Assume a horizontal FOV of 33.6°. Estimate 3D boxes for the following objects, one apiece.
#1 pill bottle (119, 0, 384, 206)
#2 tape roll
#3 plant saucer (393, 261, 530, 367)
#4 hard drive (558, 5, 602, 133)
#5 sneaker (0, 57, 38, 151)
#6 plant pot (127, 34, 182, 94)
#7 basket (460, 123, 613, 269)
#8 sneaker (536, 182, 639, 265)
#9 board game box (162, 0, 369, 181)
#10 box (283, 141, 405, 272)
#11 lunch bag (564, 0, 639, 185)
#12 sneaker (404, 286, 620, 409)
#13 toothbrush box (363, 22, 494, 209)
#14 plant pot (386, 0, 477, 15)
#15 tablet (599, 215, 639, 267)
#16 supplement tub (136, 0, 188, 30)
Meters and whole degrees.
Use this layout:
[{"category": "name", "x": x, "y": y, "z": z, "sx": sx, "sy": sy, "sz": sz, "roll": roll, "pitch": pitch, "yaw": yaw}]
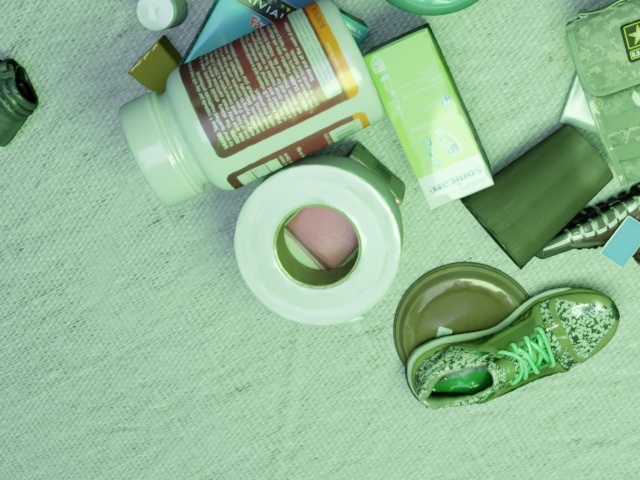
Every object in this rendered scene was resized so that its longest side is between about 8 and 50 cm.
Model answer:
[{"category": "pill bottle", "x": -0.114, "y": -0.219, "z": 1.748, "sx": 0.392, "sy": 0.224, "sz": 0.224, "roll": -25, "pitch": 100, "yaw": 3}, {"category": "tape roll", "x": 0.000, "y": 0.000, "z": 1.811, "sx": 0.286, "sy": 0.100, "sz": 0.286, "roll": 2, "pitch": 105, "yaw": 6}, {"category": "plant saucer", "x": 0.275, "y": 0.178, "z": 2.008, "sx": 0.278, "sy": 0.041, "sz": 0.277, "roll": 2, "pitch": 105, "yaw": 7}, {"category": "hard drive", "x": 0.604, "y": -0.261, "z": 1.849, "sx": 0.319, "sy": 0.040, "sz": 0.210, "roll": 17, "pitch": 106, "yaw": 3}, {"category": "sneaker", "x": -0.643, "y": -0.320, "z": 1.971, "sx": 0.147, "sy": 0.104, "sz": 0.295, "roll": -36, "pitch": 103, "yaw": 13}, {"category": "plant pot", "x": -0.289, "y": -0.312, "z": 1.936, "sx": 0.081, "sy": 0.081, "sz": 0.083, "roll": -41, "pitch": 106, "yaw": 15}, {"category": "basket", "x": 0.383, "y": -0.085, "z": 1.862, "sx": 0.227, "sy": 0.204, "sz": 0.154, "roll": -40, "pitch": 114, "yaw": 5}, {"category": "sneaker", "x": 0.531, "y": 0.011, "z": 1.899, "sx": 0.281, "sy": 0.106, "sz": 0.162, "roll": -25, "pitch": 103, "yaw": 12}, {"category": "board game box", "x": -0.110, "y": -0.298, "z": 1.881, "sx": 0.254, "sy": 0.079, "sz": 0.336, "roll": 27, "pitch": 107, "yaw": -17}, {"category": "box", "x": 0.030, "y": -0.047, "z": 1.924, "sx": 0.127, "sy": 0.148, "sz": 0.232, "roll": 43, "pitch": 106, "yaw": -5}, {"category": "lunch bag", "x": 0.550, "y": -0.269, "z": 1.715, "sx": 0.235, "sy": 0.169, "sz": 0.287, "roll": -18, "pitch": 110, "yaw": 27}, {"category": "sneaker", "x": 0.344, "y": 0.219, "z": 1.893, "sx": 0.410, "sy": 0.182, "sz": 0.158, "roll": -25, "pitch": 100, "yaw": 13}, {"category": "toothbrush box", "x": 0.188, "y": -0.219, "z": 1.830, "sx": 0.122, "sy": 0.206, "sz": 0.283, "roll": -22, "pitch": 100, "yaw": 12}, {"category": "plant pot", "x": 0.182, "y": -0.495, "z": 1.708, "sx": 0.293, "sy": 0.235, "sz": 0.293, "roll": 1, "pitch": 121, "yaw": 2}, {"category": "tablet", "x": 0.531, "y": 0.002, "z": 1.849, "sx": 0.054, "sy": 0.006, "sz": 0.083, "roll": 31, "pitch": 103, "yaw": -15}, {"category": "supplement tub", "x": -0.281, "y": -0.411, "z": 1.892, "sx": 0.071, "sy": 0.107, "sz": 0.071, "roll": 2, "pitch": 104, "yaw": 7}]
